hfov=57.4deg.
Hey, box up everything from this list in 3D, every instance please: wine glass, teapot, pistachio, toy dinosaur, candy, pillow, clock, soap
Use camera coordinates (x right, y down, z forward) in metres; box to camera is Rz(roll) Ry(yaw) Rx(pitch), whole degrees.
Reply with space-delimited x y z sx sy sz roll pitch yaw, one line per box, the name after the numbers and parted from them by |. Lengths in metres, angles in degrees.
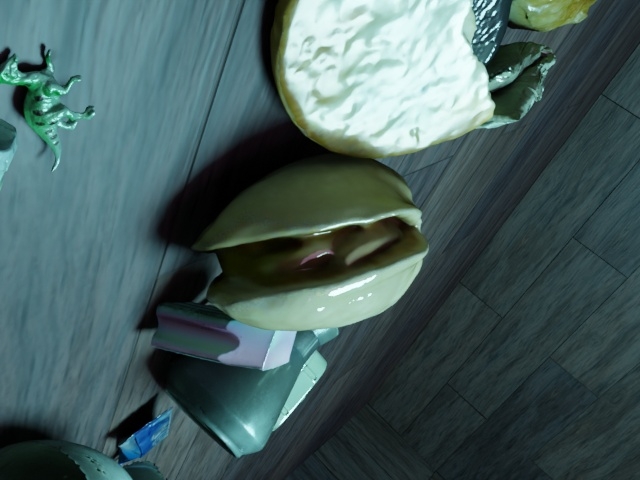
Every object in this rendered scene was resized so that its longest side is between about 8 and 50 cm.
-0.282 0.342 0.690 0.190 0.190 0.357 -44 161 -12 | wine glass
-0.097 0.158 0.813 0.225 0.171 0.203 -47 132 -24 | teapot
0.000 0.000 0.665 0.317 0.194 0.213 -12 -178 -42 | pistachio
-0.176 -0.078 0.363 0.062 0.021 0.083 -1 127 -56 | toy dinosaur
-0.260 0.293 0.865 0.088 0.038 0.136 -28 161 -32 | candy
0.185 -0.191 0.730 0.134 0.181 0.078 -45 121 -33 | pillow
-0.086 0.231 0.979 0.151 0.062 0.191 -48 -161 -22 | clock
-0.106 0.109 0.682 0.100 0.148 0.056 9 89 -70 | soap

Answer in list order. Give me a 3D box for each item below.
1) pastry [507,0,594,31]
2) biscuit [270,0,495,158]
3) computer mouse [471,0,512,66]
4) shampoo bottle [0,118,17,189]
0.305 -0.378 0.653 0.329 0.136 0.330 -42 162 -18 | pastry
0.056 -0.172 0.541 0.204 0.040 0.309 -27 148 8 | biscuit
0.125 -0.263 0.559 0.146 0.088 0.264 -12 150 -19 | computer mouse
-0.247 0.018 0.349 0.212 0.049 0.072 -56 156 19 | shampoo bottle
